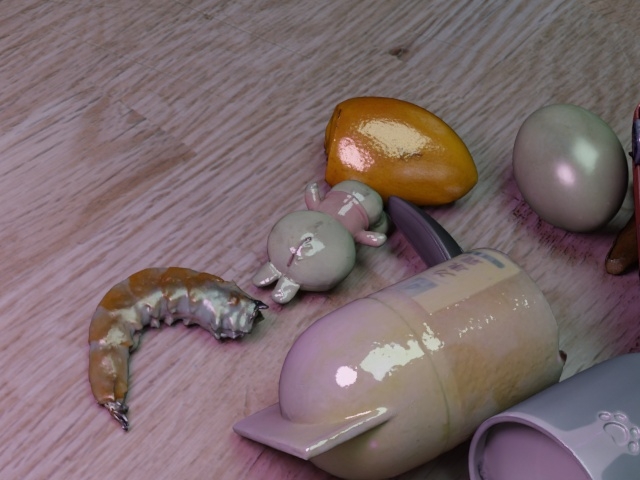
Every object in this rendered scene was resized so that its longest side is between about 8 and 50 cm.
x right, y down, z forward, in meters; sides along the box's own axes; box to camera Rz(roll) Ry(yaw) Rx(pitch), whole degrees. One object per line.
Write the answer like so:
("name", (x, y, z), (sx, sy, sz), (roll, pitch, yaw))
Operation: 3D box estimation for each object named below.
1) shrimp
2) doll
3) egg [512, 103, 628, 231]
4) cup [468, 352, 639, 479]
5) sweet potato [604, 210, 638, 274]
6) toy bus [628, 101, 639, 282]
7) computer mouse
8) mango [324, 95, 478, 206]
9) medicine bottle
("shrimp", (-0.227, 0.120, 1.738), (0.185, 0.068, 0.287), (38, 49, 21))
("doll", (0.006, -0.010, 1.907), (0.155, 0.113, 0.275), (38, 47, 15))
("egg", (0.423, -0.123, 2.102), (0.186, 0.186, 0.253), (0, 45, -19))
("cup", (0.401, 0.339, 1.627), (0.274, 0.259, 0.357), (-23, 90, -30))
("sweet potato", (0.566, -0.036, 2.154), (0.112, 0.085, 0.286), (4, 47, 35))
("toy bus", (0.593, -0.008, 1.944), (0.203, 0.233, 0.427), (-1, 63, 9))
("computer mouse", (0.186, 0.012, 1.957), (0.232, 0.057, 0.120), (54, 10, 31))
("mango", (0.138, -0.145, 2.066), (0.257, 0.138, 0.187), (7, 55, -5))
("medicine bottle", (0.098, 0.185, 1.658), (0.406, 0.236, 0.236), (-22, 57, -26))
